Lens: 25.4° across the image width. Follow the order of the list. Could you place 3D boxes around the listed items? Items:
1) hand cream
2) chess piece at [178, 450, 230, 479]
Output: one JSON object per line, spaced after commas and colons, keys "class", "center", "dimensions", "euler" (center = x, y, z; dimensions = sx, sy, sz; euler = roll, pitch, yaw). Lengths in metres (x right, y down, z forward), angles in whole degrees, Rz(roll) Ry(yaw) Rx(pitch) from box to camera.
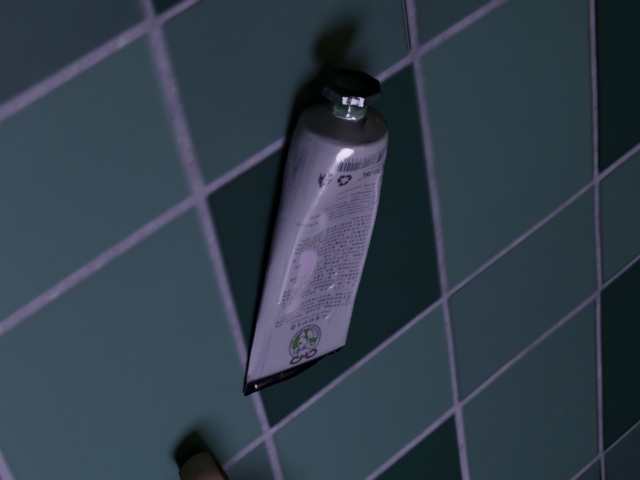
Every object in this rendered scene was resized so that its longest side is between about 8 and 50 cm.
{"class": "hand cream", "center": [0.000, 0.000, 1.299], "dimensions": [0.121, 0.076, 0.336], "euler": [-16, 134, -33]}
{"class": "chess piece", "center": [-0.099, 0.239, 1.335], "dimensions": [0.038, 0.083, 0.083], "euler": [-32, 138, -7]}
